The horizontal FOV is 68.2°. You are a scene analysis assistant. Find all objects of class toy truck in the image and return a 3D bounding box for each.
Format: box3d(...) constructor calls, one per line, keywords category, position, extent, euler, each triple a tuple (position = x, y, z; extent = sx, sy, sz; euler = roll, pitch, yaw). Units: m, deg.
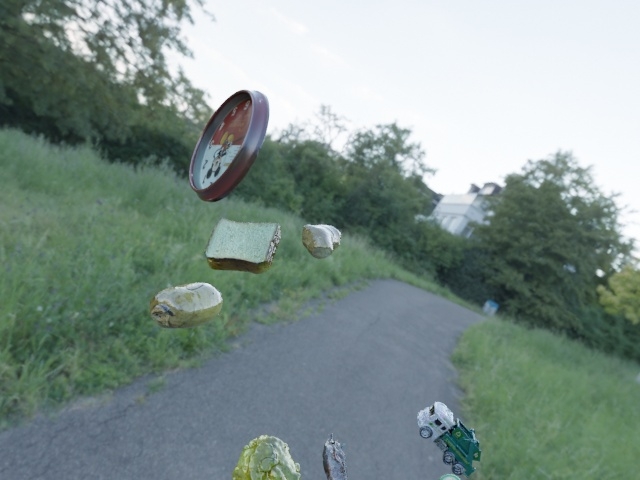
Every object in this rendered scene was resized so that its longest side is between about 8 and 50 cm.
box3d(category="toy truck", position=(0.400, 0.595, 1.437), extent=(0.216, 0.116, 0.110), euler=(48, 15, 3))

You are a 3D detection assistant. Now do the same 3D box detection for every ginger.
box3d(category="ginger", position=(0.002, 0.000, 1.186), extent=(0.095, 0.068, 0.190), euler=(20, 12, 14))

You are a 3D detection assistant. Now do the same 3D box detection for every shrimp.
box3d(category="shrimp", position=(0.040, 0.606, 1.309), extent=(0.073, 0.075, 0.190), euler=(33, 10, -18))

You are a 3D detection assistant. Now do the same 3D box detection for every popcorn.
box3d(category="popcorn", position=(-0.185, 0.793, 1.578), extent=(0.233, 0.192, 0.266), euler=(32, 37, -41))

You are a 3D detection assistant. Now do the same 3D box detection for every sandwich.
box3d(category="sandwich", position=(-0.244, 0.014, 1.496), extent=(0.215, 0.186, 0.065), euler=(3, -40, 11))

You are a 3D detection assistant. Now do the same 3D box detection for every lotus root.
box3d(category="lotus root", position=(-0.423, 0.210, 1.533), extent=(0.160, 0.146, 0.284), euler=(15, 13, 23))

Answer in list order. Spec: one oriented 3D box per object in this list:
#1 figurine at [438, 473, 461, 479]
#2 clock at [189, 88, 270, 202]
box3d(category="figurine", position=(0.271, 0.665, 1.030), extent=(0.222, 0.325, 0.124), euler=(-124, -163, -61))
box3d(category="clock", position=(-0.231, -0.244, 1.228), extent=(0.080, 0.318, 0.318), euler=(26, 5, -37))
